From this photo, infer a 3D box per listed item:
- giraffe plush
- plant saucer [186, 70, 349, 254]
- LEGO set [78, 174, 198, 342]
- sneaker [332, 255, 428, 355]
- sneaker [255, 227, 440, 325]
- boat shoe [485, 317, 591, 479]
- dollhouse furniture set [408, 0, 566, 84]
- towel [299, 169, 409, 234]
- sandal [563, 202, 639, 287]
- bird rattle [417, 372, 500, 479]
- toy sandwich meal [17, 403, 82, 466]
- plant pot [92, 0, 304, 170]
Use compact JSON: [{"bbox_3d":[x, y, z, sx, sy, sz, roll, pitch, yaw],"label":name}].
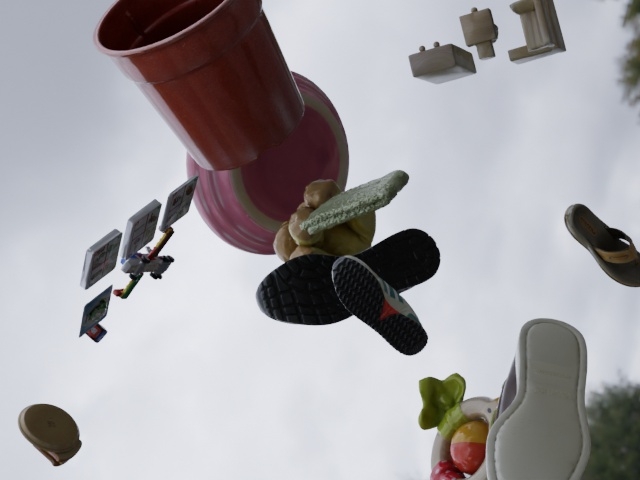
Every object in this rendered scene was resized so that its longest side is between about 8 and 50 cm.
[{"bbox_3d":[0.000,0.000,2.131,0.210,0.170,0.181,33,-107,-35],"label":"giraffe plush"},{"bbox_3d":[-0.074,-0.137,2.313,0.332,0.084,0.332,-3,-85,-35],"label":"plant saucer"},{"bbox_3d":[-0.245,0.026,1.633,0.182,0.060,0.244,-41,-17,-35],"label":"LEGO set"},{"bbox_3d":[0.073,0.080,1.705,0.057,0.161,0.075,-45,10,7],"label":"sneaker"},{"bbox_3d":[0.034,0.072,1.943,0.124,0.283,0.107,134,120,-66],"label":"sneaker"},{"bbox_3d":[0.254,0.229,1.559,0.324,0.116,0.097,-71,-8,-50],"label":"boat shoe"},{"bbox_3d":[0.177,-0.256,1.472,0.144,0.151,0.123,-7,-97,-72],"label":"dollhouse furniture set"},{"bbox_3d":[0.048,-0.055,1.866,0.027,0.148,0.110,64,-151,-13],"label":"towel"},{"bbox_3d":[0.455,0.006,2.050,0.072,0.180,0.049,-54,12,-33],"label":"sandal"},{"bbox_3d":[0.209,0.324,2.006,0.143,0.207,0.253,33,-121,-22],"label":"bird rattle"},{"bbox_3d":[-0.323,0.230,1.567,0.029,0.085,0.085,-59,-12,29],"label":"toy sandwich meal"},{"bbox_3d":[-0.168,-0.269,2.051,0.265,0.272,0.272,59,-134,-33],"label":"plant pot"}]
